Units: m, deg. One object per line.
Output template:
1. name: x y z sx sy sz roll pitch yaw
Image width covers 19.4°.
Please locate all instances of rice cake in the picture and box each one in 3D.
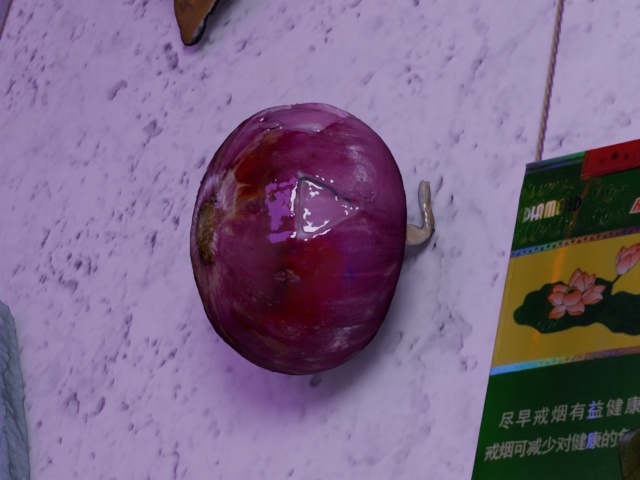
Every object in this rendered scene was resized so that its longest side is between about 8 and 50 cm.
1. rice cake: -0.265 0.139 1.444 0.085 0.040 0.226 -36 42 21

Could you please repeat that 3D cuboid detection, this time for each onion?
1. onion: -0.010 0.000 1.210 0.177 0.153 0.177 -59 9 16

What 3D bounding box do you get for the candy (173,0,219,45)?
1. candy: -0.113 -0.294 1.569 0.143 0.101 0.271 -57 39 34

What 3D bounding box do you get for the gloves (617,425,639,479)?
1. gloves: 0.217 0.123 0.939 0.135 0.107 0.268 37 87 20

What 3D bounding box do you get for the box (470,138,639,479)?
1. box: 0.163 0.048 1.095 0.132 0.034 0.235 -13 53 39
